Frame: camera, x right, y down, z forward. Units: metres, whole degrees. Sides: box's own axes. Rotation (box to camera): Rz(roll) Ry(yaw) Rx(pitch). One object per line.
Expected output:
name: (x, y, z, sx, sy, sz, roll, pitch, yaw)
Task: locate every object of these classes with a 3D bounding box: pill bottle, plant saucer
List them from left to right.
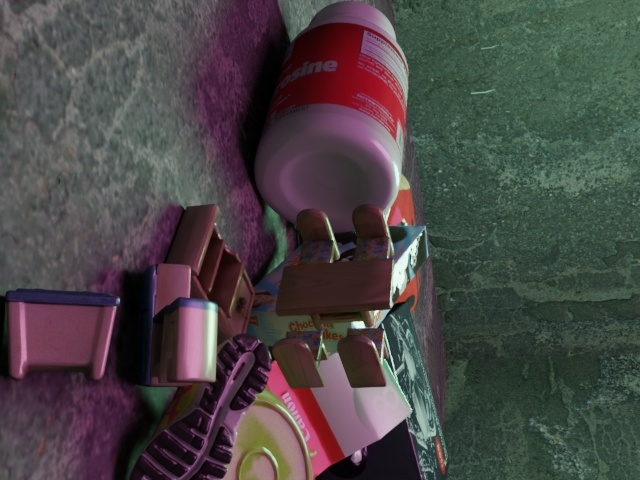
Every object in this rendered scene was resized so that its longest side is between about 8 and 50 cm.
plant saucer: (-0.083, 0.275, 0.833, 0.241, 0.037, 0.241, 26, 55, -44)
pill bottle: (0.032, -0.229, 1.224, 0.229, 0.228, 0.408, 71, 20, -43)

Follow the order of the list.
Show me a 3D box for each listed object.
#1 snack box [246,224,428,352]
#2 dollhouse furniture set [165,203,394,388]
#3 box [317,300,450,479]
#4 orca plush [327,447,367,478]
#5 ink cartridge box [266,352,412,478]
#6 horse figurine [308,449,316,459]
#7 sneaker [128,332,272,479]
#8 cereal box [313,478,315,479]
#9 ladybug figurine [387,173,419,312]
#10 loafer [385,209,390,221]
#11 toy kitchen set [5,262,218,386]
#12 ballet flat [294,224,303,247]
snack box: (0.025, 0.060, 1.080, 0.322, 0.187, 0.060, -43, 129, -56)
dollhouse furniture set: (-0.037, 0.043, 0.862, 0.161, 0.241, 0.212, 71, 20, -43)
box: (0.100, 0.311, 1.320, 0.312, 0.178, 0.344, -8, 83, -74)
orca plush: (0.000, 0.238, 1.128, 0.102, 0.151, 0.288, 4, 81, -75)
ink cartridge box: (0.015, 0.229, 1.064, 0.224, 0.056, 0.181, -26, 88, -43)
horse figurine: (-0.080, 0.373, 0.905, 0.174, 0.066, 0.264, 4, 90, -51)
sneaker: (-0.129, 0.193, 0.747, 0.081, 0.094, 0.209, 43, 66, -15)
cereal box: (-0.051, 0.397, 1.085, 0.173, 0.047, 0.240, -69, 150, -56)
ladybug figurine: (0.142, 0.015, 1.697, 0.305, 0.161, 0.450, -28, 113, -74)
loafer: (0.110, 0.020, 1.497, 0.112, 0.111, 0.320, -93, -177, -76)
toy kitchen set: (-0.188, 0.066, 0.644, 0.207, 0.166, 0.122, 149, -57, -65)
ballet flat: (0.000, 0.000, 1.299, 0.106, 0.107, 0.316, -11, 96, -61)
